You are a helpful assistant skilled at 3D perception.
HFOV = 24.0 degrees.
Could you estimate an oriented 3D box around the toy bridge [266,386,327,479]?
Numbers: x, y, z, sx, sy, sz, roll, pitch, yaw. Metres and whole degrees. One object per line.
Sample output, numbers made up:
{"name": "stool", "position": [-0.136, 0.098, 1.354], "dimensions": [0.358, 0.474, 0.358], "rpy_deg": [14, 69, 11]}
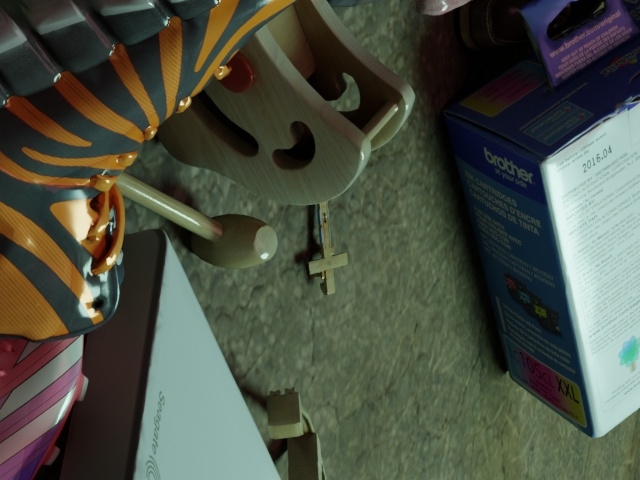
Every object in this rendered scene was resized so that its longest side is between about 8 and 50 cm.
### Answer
{"name": "toy bridge", "position": [-0.011, 0.173, 1.144], "dimensions": [0.063, 0.026, 0.188], "rpy_deg": [-95, 173, -45]}

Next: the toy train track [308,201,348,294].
{"name": "toy train track", "position": [0.000, 0.000, 1.168], "dimensions": [0.048, 0.014, 0.083], "rpy_deg": [-13, 101, -51]}

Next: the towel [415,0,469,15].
{"name": "towel", "position": [0.148, -0.359, 1.140], "dimensions": [0.237, 0.037, 0.329], "rpy_deg": [-27, 125, -26]}

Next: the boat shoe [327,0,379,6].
{"name": "boat shoe", "position": [0.015, -0.299, 1.056], "dimensions": [0.092, 0.103, 0.285], "rpy_deg": [-22, 119, -20]}

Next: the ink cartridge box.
{"name": "ink cartridge box", "position": [0.280, -0.055, 1.407], "dimensions": [0.270, 0.151, 0.395], "rpy_deg": [-33, 129, -20]}

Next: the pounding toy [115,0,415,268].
{"name": "pounding toy", "position": [-0.047, -0.089, 0.930], "dimensions": [0.155, 0.154, 0.269], "rpy_deg": [-50, 135, -44]}

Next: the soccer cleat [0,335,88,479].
{"name": "soccer cleat", "position": [-0.194, 0.109, 0.796], "dimensions": [0.095, 0.083, 0.248], "rpy_deg": [34, 69, -51]}

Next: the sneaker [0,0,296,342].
{"name": "sneaker", "position": [-0.107, -0.068, 0.761], "dimensions": [0.321, 0.124, 0.180], "rpy_deg": [-25, 129, -4]}

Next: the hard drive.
{"name": "hard drive", "position": [-0.067, 0.198, 0.972], "dimensions": [0.233, 0.047, 0.353], "rpy_deg": [-89, 162, -50]}

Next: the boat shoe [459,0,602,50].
{"name": "boat shoe", "position": [0.201, -0.223, 1.409], "dimensions": [0.207, 0.073, 0.073], "rpy_deg": [-32, 124, -52]}
